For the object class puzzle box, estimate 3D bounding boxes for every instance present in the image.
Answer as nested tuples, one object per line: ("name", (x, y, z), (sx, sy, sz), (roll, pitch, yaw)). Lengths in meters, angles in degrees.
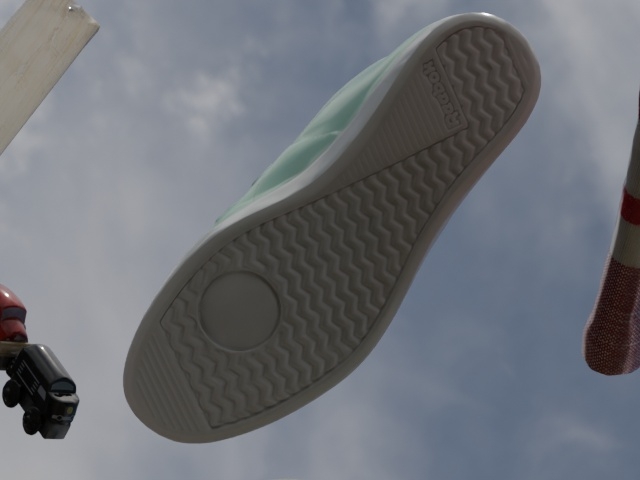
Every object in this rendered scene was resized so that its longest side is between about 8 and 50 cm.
("puzzle box", (-0.299, 0.026, 1.216), (0.052, 0.409, 0.272), (40, -49, -11))

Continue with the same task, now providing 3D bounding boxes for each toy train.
("toy train", (-0.169, 0.042, 1.004), (0.158, 0.027, 0.036), (46, -63, 36))

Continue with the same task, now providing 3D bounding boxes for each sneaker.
("sneaker", (0.001, 0.000, 0.975), (0.094, 0.256, 0.151), (45, -9, -5))

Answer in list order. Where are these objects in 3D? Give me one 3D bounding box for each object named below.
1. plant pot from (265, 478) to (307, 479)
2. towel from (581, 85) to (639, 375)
("plant pot", (-0.060, 0.338, 1.751), (0.284, 0.284, 0.191), (36, -2, 30))
("towel", (0.182, -0.131, 0.864), (0.037, 0.237, 0.329), (17, -56, 19))
